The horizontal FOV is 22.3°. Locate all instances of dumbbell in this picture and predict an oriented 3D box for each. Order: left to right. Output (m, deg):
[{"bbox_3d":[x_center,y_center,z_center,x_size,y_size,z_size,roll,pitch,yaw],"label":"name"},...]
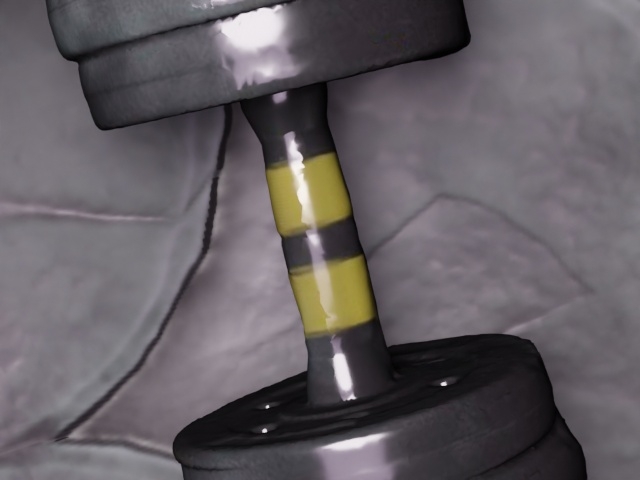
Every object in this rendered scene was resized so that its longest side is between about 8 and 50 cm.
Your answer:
[{"bbox_3d":[0.000,0.000,0.715,0.185,0.185,0.388,-12,96,10],"label":"dumbbell"}]
